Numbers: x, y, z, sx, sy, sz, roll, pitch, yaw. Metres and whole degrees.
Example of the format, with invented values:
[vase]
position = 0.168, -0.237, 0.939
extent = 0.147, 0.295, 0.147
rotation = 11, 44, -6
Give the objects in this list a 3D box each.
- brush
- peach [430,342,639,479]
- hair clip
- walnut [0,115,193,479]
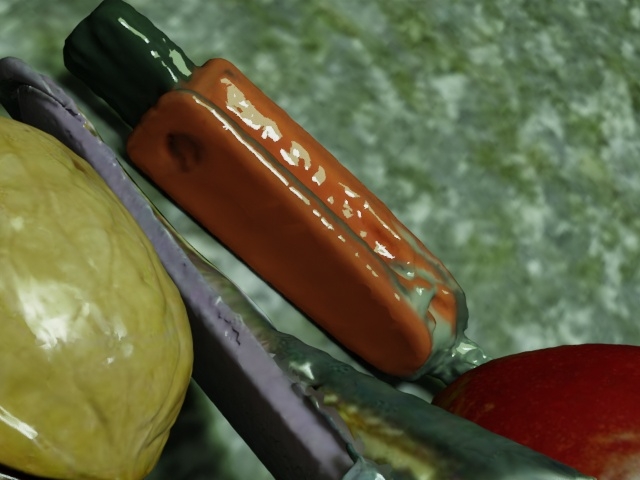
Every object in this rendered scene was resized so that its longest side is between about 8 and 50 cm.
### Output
[brush]
position = 0.000, 0.000, 0.828
extent = 0.323, 0.070, 0.051
rotation = 40, 43, -7
[peach]
position = 0.142, 0.144, 0.721
extent = 0.243, 0.199, 0.243
rotation = 30, 34, -23
[hair clip]
position = -0.034, 0.040, 0.689
extent = 0.358, 0.096, 0.110
rotation = 38, 14, 34
[walnut]
position = -0.126, 0.037, 0.625
extent = 0.144, 0.144, 0.180
rotation = -13, 54, -46
